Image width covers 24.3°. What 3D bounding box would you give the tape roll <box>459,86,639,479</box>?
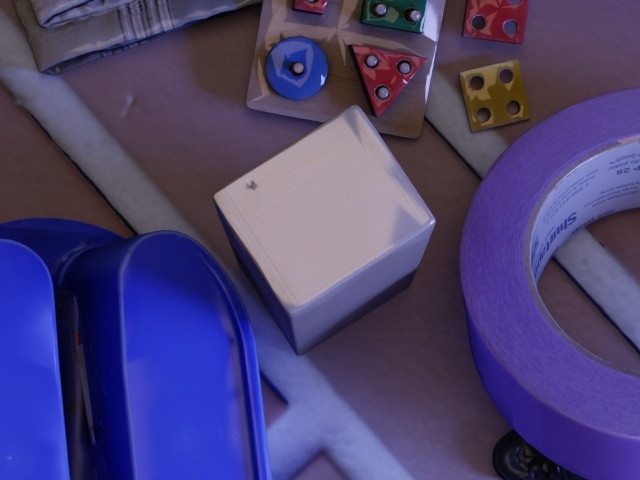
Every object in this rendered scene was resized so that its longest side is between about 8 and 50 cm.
[{"bbox_3d":[0.234,0.029,1.004,0.275,0.090,0.274,-5,58,8],"label":"tape roll"}]

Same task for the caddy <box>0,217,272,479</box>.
[{"bbox_3d":[-0.168,0.145,0.996,0.241,0.179,0.341,-3,79,-23],"label":"caddy"}]

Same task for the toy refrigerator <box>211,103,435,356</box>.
[{"bbox_3d":[0.000,0.000,0.969,0.102,0.269,0.094,-33,81,-4],"label":"toy refrigerator"}]

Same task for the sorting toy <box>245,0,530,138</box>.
[{"bbox_3d":[0.030,-0.148,1.085,0.275,0.046,0.132,10,95,-5],"label":"sorting toy"}]

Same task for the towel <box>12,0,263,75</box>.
[{"bbox_3d":[-0.117,-0.316,1.131,0.312,0.056,0.324,-20,82,-3],"label":"towel"}]

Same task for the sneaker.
[{"bbox_3d":[0.209,0.142,1.036,0.170,0.089,0.051,-5,81,-2],"label":"sneaker"}]
